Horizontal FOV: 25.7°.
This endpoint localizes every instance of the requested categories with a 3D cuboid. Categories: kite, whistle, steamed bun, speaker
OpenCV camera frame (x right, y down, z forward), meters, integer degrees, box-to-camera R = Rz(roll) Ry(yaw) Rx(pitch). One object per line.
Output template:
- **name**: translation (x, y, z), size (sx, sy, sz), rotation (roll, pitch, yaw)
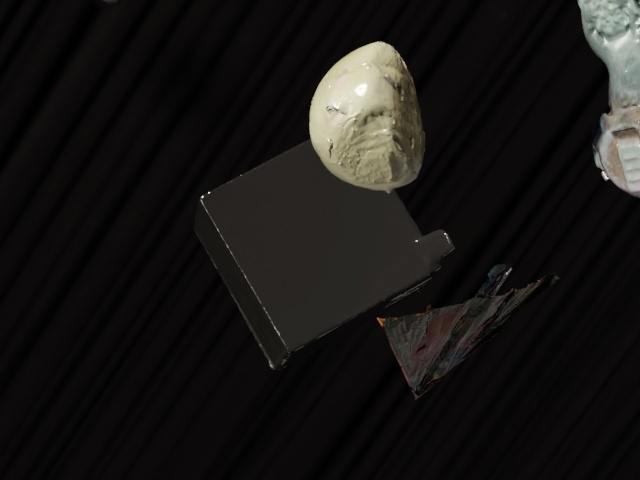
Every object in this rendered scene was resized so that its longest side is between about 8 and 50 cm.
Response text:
- **kite**: translation (0.157, 0.110, 1.673), size (0.321, 0.234, 0.016), rotation (-10, 51, -42)
- **whistle**: translation (0.454, -0.199, 1.912), size (0.189, 0.189, 0.347), rotation (-93, 161, -79)
- **steamed bun**: translation (0.038, -0.108, 1.235), size (0.130, 0.091, 0.112), rotation (62, 29, -44)
- **speaker**: translation (0.000, 0.000, 1.788), size (0.232, 0.254, 0.184), rotation (59, -12, 7)
